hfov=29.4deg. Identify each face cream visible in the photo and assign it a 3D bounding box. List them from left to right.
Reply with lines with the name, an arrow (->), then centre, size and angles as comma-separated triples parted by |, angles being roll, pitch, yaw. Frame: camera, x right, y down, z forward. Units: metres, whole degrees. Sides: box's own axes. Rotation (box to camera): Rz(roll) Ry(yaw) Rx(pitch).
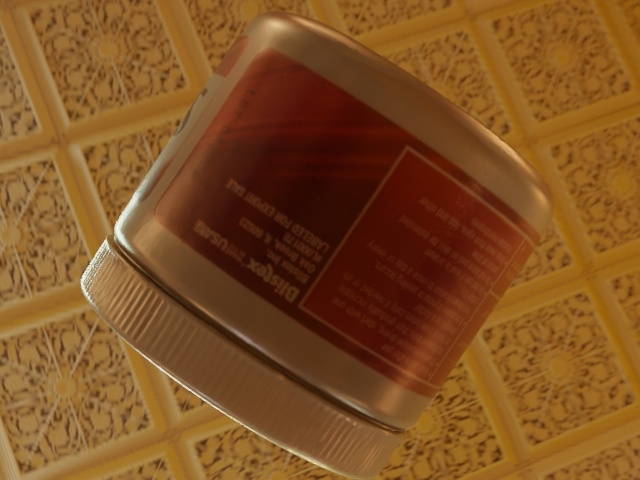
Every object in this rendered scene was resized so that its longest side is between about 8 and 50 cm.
face cream -> 0.000, 0.000, 0.674 | 0.201, 0.201, 0.187 | 34, -89, 0
